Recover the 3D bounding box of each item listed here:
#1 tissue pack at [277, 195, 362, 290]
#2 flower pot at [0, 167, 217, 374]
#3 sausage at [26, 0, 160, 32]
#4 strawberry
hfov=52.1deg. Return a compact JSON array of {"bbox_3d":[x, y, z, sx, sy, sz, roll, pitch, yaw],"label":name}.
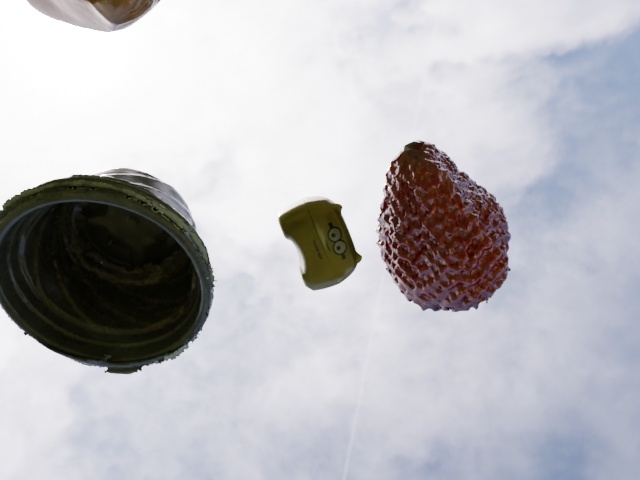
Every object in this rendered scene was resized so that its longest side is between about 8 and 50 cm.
[{"bbox_3d":[0.000,0.000,1.293,0.127,0.123,0.178,-22,-77,-1],"label":"tissue pack"},{"bbox_3d":[-0.217,0.012,0.704,0.235,0.235,0.140,-7,-149,8],"label":"flower pot"},{"bbox_3d":[-0.332,-0.378,0.955,0.241,0.120,0.136,24,-107,28],"label":"sausage"},{"bbox_3d":[0.236,-0.044,1.343,0.267,0.351,0.312,-20,-151,19],"label":"strawberry"}]
